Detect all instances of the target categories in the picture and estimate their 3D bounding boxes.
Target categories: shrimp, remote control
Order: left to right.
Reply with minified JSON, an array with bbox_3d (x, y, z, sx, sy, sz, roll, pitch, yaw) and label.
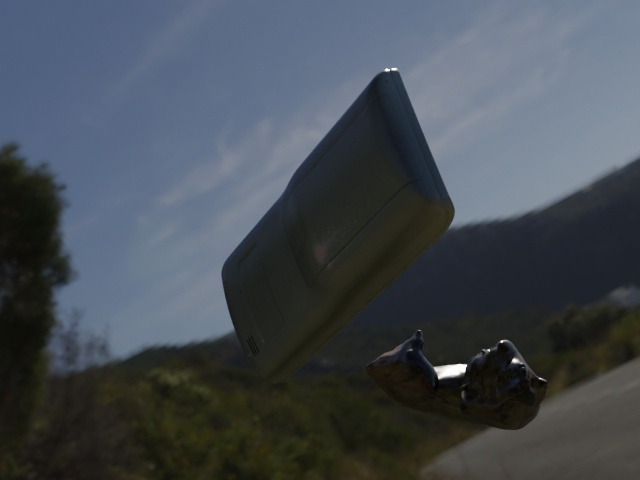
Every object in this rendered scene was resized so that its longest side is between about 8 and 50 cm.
[{"bbox_3d":[0.000,0.000,0.574,0.029,0.061,0.162,-5,-26,-32],"label":"remote control"},{"bbox_3d":[0.108,0.107,1.179,0.145,0.059,0.254,13,-11,8],"label":"shrimp"}]
